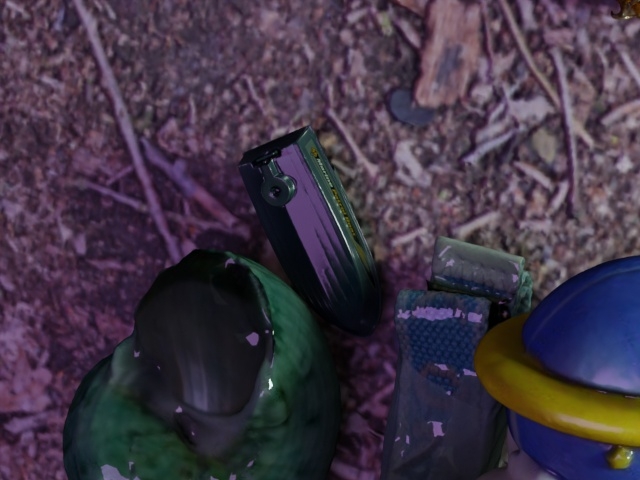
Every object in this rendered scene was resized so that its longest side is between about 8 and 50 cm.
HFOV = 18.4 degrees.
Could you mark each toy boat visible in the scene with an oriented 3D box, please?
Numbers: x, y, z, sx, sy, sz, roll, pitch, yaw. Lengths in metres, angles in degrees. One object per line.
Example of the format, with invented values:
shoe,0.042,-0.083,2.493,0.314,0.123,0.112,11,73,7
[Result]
toy boat,0.000,0.000,1.258,0.055,0.060,0.141,-22,98,26

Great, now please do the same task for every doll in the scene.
doll,0.134,0.124,1.143,0.311,0.159,0.243,-3,125,-12

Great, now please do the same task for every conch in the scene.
conch,-0.079,0.115,1.274,0.202,0.134,0.196,-12,76,28

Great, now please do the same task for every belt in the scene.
belt,0.073,0.148,1.232,0.072,0.087,0.302,15,105,26

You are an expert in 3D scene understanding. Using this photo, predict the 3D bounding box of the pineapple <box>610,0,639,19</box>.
pineapple,0.182,-0.183,1.126,0.077,0.114,0.114,-13,98,7
